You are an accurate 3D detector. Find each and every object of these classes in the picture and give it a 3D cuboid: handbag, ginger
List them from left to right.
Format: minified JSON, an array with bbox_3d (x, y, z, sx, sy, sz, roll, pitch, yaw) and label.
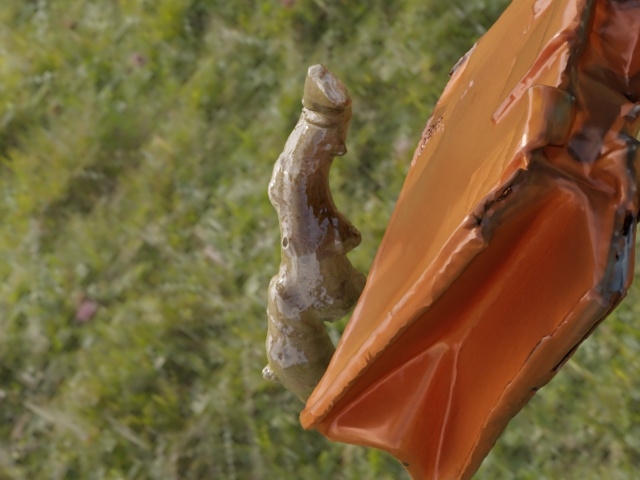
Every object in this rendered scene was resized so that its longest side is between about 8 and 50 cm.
[{"bbox_3d":[0.000,0.000,1.364,0.075,0.089,0.288,-74,-10,-71],"label":"ginger"},{"bbox_3d":[0.140,-0.056,1.142,0.303,0.116,0.410,-56,7,50],"label":"handbag"}]
